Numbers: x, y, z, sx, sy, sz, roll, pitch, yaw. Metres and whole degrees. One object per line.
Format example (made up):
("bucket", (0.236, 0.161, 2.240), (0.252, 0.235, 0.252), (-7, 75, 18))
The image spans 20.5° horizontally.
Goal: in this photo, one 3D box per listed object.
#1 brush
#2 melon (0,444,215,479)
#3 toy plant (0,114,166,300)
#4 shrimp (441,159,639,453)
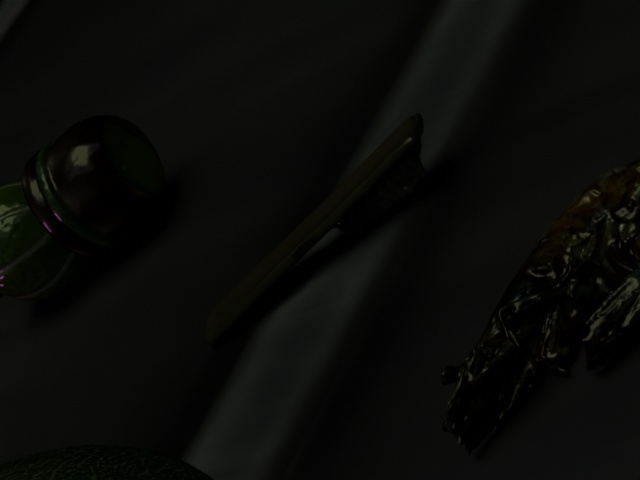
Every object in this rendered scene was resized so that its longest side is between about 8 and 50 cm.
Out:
("brush", (0.000, 0.000, 1.017), (0.190, 0.027, 0.034), (-44, 20, 27))
("melon", (-0.123, 0.188, 0.746), (0.287, 0.182, 0.182), (-38, 26, 24))
("toy plant", (-0.189, -0.017, 1.263), (0.162, 0.093, 0.093), (-35, 27, 24))
("shrimp", (0.111, 0.026, 0.782), (0.161, 0.034, 0.091), (-52, 26, -12))
